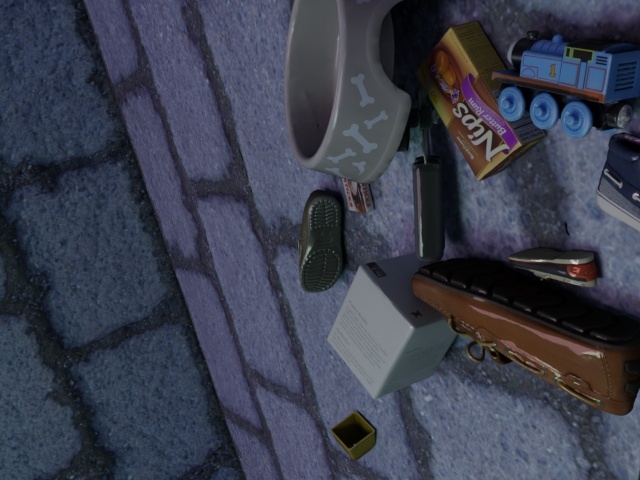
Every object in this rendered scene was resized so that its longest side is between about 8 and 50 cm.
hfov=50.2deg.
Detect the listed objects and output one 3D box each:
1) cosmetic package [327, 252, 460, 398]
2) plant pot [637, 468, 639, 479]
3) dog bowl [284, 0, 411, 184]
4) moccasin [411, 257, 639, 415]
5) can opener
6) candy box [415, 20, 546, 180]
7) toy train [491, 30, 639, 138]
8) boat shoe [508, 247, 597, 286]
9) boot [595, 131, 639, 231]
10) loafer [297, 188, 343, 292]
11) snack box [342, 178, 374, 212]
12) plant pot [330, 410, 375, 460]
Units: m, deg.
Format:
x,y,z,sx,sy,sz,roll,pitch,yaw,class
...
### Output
x,y,z,sx,sy,sz,roll,pitch,yaw,class
0.133,0.144,1.186,0.151,0.151,0.184,49,133,33,cosmetic package
0.417,0.183,0.636,0.196,0.293,0.293,12,125,27,plant pot
0.028,-0.261,1.035,0.349,0.102,0.349,180,90,-73,dog bowl
0.279,0.126,0.983,0.380,0.139,0.147,22,121,43,moccasin
0.152,-0.105,1.064,0.093,0.074,0.281,-4,108,17,can opener
0.215,-0.189,0.936,0.187,0.053,0.109,64,153,11,candy box
0.282,-0.184,0.792,0.184,0.080,0.105,34,129,52,toy train
0.314,0.036,0.931,0.137,0.049,0.043,4,116,56,boat shoe
0.376,-0.044,0.724,0.190,0.069,0.086,40,145,46,boot
0.000,0.000,1.460,0.087,0.094,0.251,-107,22,-56,loafer
0.059,-0.141,1.295,0.064,0.022,0.178,15,123,60,snack box
0.085,0.487,1.667,0.081,0.081,0.083,37,151,45,plant pot
